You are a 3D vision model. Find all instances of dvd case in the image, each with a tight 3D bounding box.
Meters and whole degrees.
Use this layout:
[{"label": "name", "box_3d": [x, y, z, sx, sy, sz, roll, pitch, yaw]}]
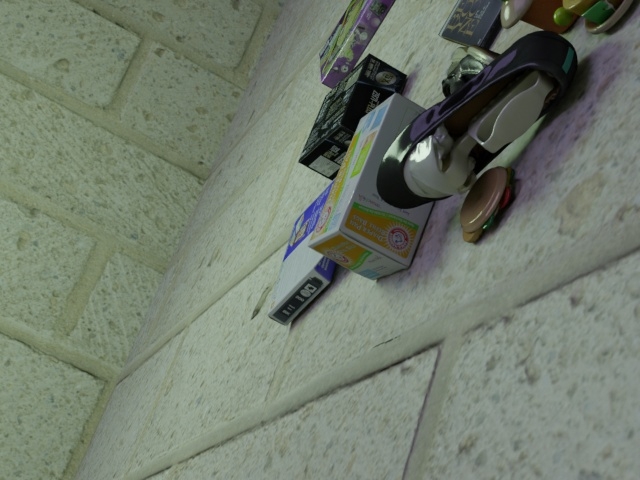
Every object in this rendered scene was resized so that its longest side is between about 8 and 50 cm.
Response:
[{"label": "dvd case", "box_3d": [0.238, -0.350, 1.506, 0.164, 0.018, 0.221, -60, 14, 10]}]

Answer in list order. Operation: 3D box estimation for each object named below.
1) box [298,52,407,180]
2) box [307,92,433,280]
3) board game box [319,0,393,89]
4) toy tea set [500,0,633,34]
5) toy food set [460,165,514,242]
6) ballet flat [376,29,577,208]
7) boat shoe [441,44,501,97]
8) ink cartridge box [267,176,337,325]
[{"label": "box", "box_3d": [0.052, -0.199, 1.765, 0.180, 0.078, 0.147, -35, 31, 61]}, {"label": "box", "box_3d": [0.080, -0.065, 1.357, 0.114, 0.103, 0.203, -30, 35, 65]}, {"label": "board game box", "box_3d": [0.103, -0.489, 2.196, 0.346, 0.056, 0.208, -57, 11, 23]}, {"label": "toy tea set", "box_3d": [0.286, -0.336, 1.085, 0.336, 0.124, 0.200, -53, 17, 34]}, {"label": "toy food set", "box_3d": [0.177, -0.042, 1.141, 0.082, 0.020, 0.083, -45, 22, 50]}, {"label": "ballet flat", "box_3d": [0.156, -0.113, 1.137, 0.280, 0.095, 0.096, -45, 21, 31]}, {"label": "boat shoe", "box_3d": [0.190, -0.185, 1.259, 0.223, 0.080, 0.073, -112, 45, -79]}, {"label": "ink cartridge box", "box_3d": [0.000, 0.000, 1.644, 0.208, 0.045, 0.206, -48, 20, 48]}]
